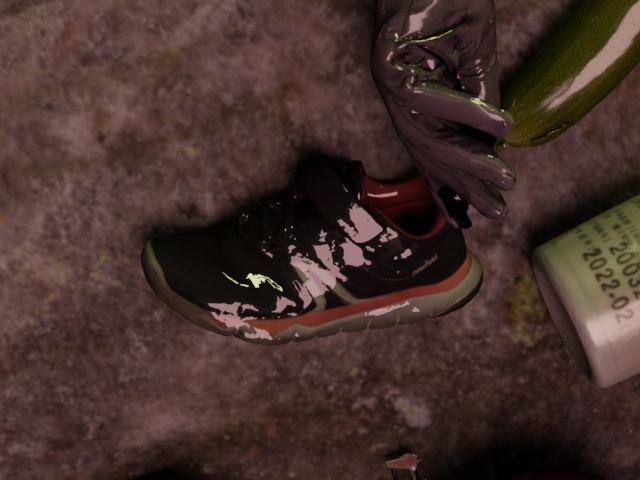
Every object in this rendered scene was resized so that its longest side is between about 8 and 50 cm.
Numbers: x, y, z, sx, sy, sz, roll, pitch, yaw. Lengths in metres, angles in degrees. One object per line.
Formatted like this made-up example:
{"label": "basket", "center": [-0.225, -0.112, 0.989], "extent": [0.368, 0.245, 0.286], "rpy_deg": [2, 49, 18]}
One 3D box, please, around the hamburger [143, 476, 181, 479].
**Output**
{"label": "hamburger", "center": [-0.136, 0.305, 1.352], "extent": [0.183, 0.130, 0.206], "rpy_deg": [-35, 139, 7]}

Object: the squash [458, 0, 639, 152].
{"label": "squash", "center": [0.238, -0.180, 1.213], "extent": [0.080, 0.071, 0.318], "rpy_deg": [41, 108, 10]}

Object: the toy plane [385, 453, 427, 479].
{"label": "toy plane", "center": [0.096, 0.249, 1.423], "extent": [0.049, 0.031, 0.121], "rpy_deg": [-13, 123, 2]}

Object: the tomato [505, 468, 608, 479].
{"label": "tomato", "center": [0.200, 0.330, 1.409], "extent": [0.289, 0.176, 0.335], "rpy_deg": [-23, 135, 17]}

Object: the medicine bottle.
{"label": "medicine bottle", "center": [0.323, 0.017, 1.296], "extent": [0.252, 0.144, 0.144], "rpy_deg": [-24, 120, 0]}

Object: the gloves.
{"label": "gloves", "center": [0.099, -0.150, 1.157], "extent": [0.119, 0.142, 0.286], "rpy_deg": [-6, 95, 34]}

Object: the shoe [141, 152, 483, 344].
{"label": "shoe", "center": [0.000, 0.000, 1.216], "extent": [0.291, 0.114, 0.137], "rpy_deg": [-6, 123, -15]}
